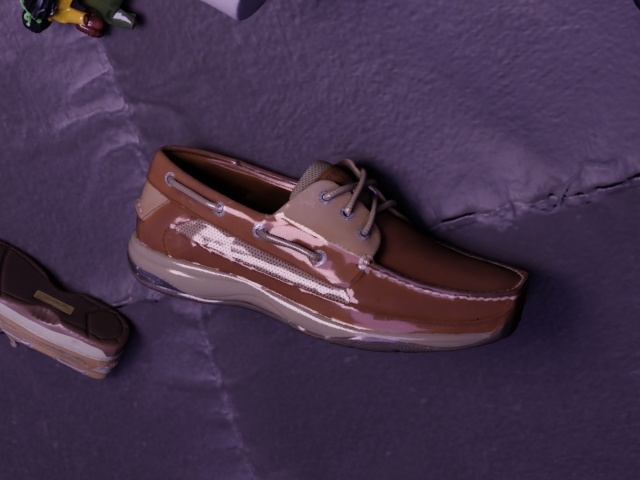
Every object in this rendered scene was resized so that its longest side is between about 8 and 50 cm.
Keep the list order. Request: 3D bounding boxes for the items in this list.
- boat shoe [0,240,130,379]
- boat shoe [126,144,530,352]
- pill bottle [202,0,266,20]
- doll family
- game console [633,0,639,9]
[{"bbox_3d":[-0.261,0.064,1.383,0.190,0.068,0.072,32,130,5],"label":"boat shoe"},{"bbox_3d":[0.000,0.000,1.231,0.324,0.122,0.120,11,111,14],"label":"boat shoe"},{"bbox_3d":[-0.151,-0.288,1.139,0.301,0.169,0.169,32,118,5],"label":"pill bottle"},{"bbox_3d":[-0.232,-0.223,1.253,0.193,0.076,0.111,38,123,7],"label":"doll family"},{"bbox_3d":[0.360,-0.188,0.994,0.293,0.173,0.250,25,117,9],"label":"game console"}]
